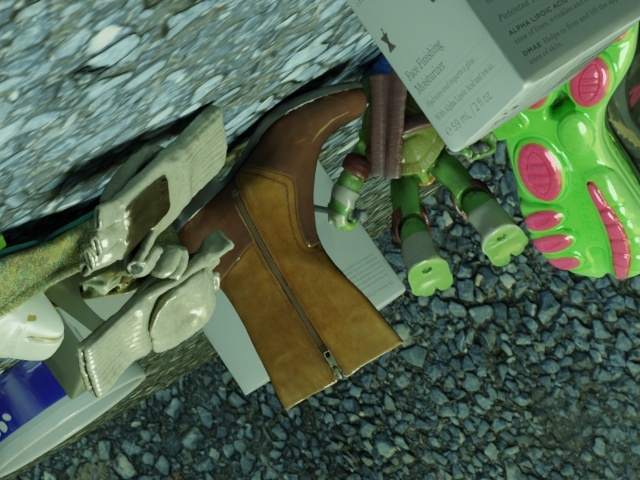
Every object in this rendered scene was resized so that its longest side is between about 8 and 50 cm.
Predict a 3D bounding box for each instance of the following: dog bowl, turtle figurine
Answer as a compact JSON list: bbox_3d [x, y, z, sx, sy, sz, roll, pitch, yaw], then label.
[{"bbox_3d":[-0.387,0.226,2.293,0.265,0.104,0.265,-35,175,-4],"label":"dog bowl"},{"bbox_3d":[0.117,-0.055,1.817,0.197,0.266,0.275,-3,140,-28],"label":"turtle figurine"}]

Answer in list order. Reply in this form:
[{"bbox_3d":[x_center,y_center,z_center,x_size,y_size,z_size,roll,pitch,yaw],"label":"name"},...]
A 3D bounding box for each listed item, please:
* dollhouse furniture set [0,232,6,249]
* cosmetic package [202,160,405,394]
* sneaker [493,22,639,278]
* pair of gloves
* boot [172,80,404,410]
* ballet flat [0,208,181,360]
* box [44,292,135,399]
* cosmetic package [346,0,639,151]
[{"bbox_3d":[-0.310,0.019,1.167,0.151,0.058,0.076,-34,174,-13],"label":"dollhouse furniture set"},{"bbox_3d":[-0.052,0.040,2.051,0.224,0.225,0.138,-29,172,-44],"label":"cosmetic package"},{"bbox_3d":[0.266,-0.176,1.656,0.483,0.185,0.202,75,28,-43],"label":"sneaker"},{"bbox_3d":[-0.147,0.016,1.484,0.204,0.042,0.240,-39,144,-42],"label":"pair of gloves"},{"bbox_3d":[0.000,0.000,1.703,0.264,0.280,0.096,-34,174,-5],"label":"boot"},{"bbox_3d":[-0.252,0.048,1.487,0.123,0.123,0.348,-39,173,40],"label":"ballet flat"},{"bbox_3d":[-0.265,0.092,1.820,0.094,0.113,0.275,-33,176,-20],"label":"box"},{"bbox_3d":[0.136,-0.201,1.280,0.151,0.184,0.151,-33,175,-25],"label":"cosmetic package"}]
